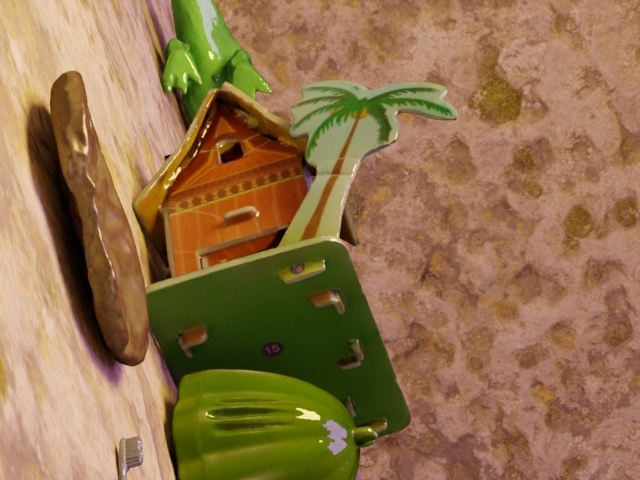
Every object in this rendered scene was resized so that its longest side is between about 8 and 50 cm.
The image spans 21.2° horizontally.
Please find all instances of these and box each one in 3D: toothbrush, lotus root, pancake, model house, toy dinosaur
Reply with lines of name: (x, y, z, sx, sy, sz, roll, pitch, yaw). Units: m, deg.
toothbrush: (-0.130, 0.211, 1.210, 0.193, 0.019, 0.013, -101, 175, -48)
lotus root: (-0.028, 0.193, 1.560, 0.186, 0.186, 0.186, -16, 90, -87)
pancake: (-0.177, -0.016, 1.355, 0.222, 0.042, 0.236, -112, -172, -68)
model house: (0.000, 0.000, 1.748, 0.300, 0.340, 0.323, 68, 7, -45)
toy dinosaur: (-0.154, -0.276, 2.462, 0.374, 0.144, 0.500, 85, -6, -78)

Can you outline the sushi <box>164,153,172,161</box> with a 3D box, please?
sushi: (-0.147, -0.058, 2.092, 0.084, 0.056, 0.083, 66, 8, -64)
